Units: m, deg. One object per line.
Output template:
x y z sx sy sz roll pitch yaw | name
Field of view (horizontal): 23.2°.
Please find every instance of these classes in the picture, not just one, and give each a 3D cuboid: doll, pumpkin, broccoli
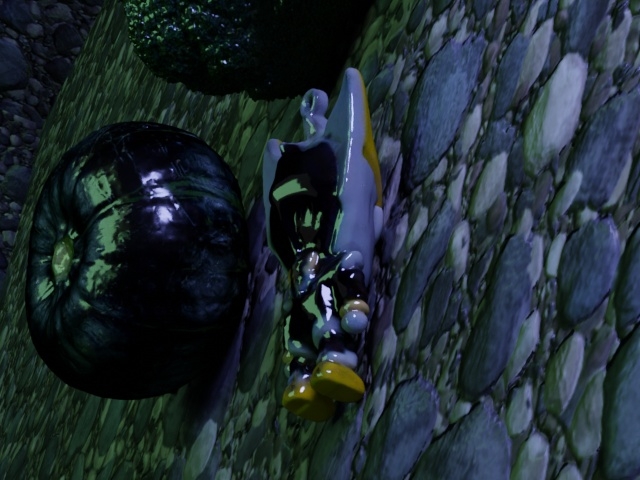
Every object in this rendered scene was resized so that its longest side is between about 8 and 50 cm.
0.003 -0.002 1.376 0.145 0.103 0.316 104 168 -60 | doll
-0.193 0.022 1.744 0.315 0.238 0.315 -18 70 61 | pumpkin
-0.082 -0.291 1.760 0.297 0.297 0.297 -6 -61 -80 | broccoli

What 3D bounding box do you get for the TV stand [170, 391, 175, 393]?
-0.157 0.065 1.896 0.042 0.036 0.249 -11 60 69 | TV stand
